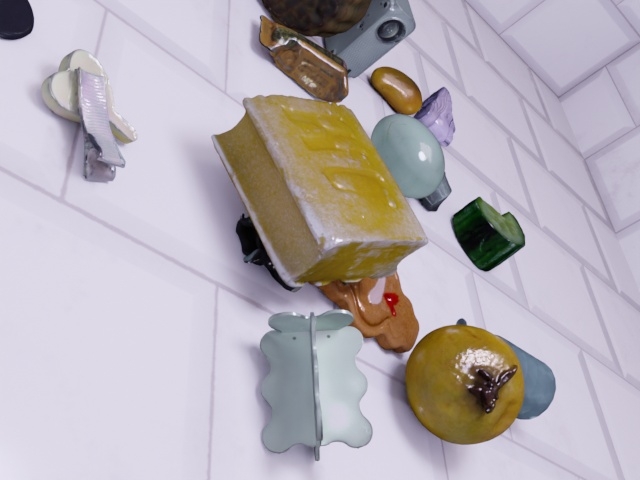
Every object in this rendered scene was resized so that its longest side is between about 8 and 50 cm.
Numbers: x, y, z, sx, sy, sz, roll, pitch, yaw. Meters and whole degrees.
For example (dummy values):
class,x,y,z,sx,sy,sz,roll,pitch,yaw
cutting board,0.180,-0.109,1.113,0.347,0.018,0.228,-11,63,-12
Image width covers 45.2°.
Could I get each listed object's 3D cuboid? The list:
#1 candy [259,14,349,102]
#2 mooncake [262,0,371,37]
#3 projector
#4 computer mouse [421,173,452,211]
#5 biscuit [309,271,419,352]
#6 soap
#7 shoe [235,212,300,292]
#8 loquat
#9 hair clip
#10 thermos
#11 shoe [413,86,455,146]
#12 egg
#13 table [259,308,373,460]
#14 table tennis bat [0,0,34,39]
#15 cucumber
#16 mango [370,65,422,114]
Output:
class,x,y,z,sx,sy,sz,roll,pitch,yaw
candy,-0.040,-0.433,1.841,0.271,0.101,0.143,33,30,-24
mooncake,-0.010,-0.652,1.910,0.290,0.290,0.161,56,32,1
projector,0.122,-0.582,2.063,0.108,0.250,0.198,29,39,-38
computer mouse,0.313,-0.159,2.093,0.126,0.071,0.231,53,29,-5
biscuit,0.087,0.085,1.516,0.334,0.047,0.202,50,42,-18
soap,-0.001,-0.090,1.372,0.293,0.156,0.335,2,53,-48
shoe,-0.098,0.022,1.335,0.099,0.071,0.169,-15,69,-55
loquat,0.273,0.269,1.451,0.244,0.244,0.244,35,35,-30
hair clip,-0.347,-0.195,1.191,0.159,0.071,0.218,10,58,-54
thermos,0.376,0.295,1.671,0.286,0.145,0.182,30,52,-33
shoe,0.376,-0.386,2.397,0.138,0.095,0.245,52,33,-13
egg,0.214,-0.211,1.906,0.168,0.168,0.231,1,56,-55
table,-0.008,0.226,1.181,0.166,0.166,0.198,25,49,-41
table tennis bat,-0.538,-0.391,1.157,0.236,0.027,0.150,30,38,-38
cucumber,0.459,-0.017,2.120,0.191,0.130,0.191,34,31,-24
mango,0.223,-0.440,2.234,0.178,0.090,0.115,38,40,-12
